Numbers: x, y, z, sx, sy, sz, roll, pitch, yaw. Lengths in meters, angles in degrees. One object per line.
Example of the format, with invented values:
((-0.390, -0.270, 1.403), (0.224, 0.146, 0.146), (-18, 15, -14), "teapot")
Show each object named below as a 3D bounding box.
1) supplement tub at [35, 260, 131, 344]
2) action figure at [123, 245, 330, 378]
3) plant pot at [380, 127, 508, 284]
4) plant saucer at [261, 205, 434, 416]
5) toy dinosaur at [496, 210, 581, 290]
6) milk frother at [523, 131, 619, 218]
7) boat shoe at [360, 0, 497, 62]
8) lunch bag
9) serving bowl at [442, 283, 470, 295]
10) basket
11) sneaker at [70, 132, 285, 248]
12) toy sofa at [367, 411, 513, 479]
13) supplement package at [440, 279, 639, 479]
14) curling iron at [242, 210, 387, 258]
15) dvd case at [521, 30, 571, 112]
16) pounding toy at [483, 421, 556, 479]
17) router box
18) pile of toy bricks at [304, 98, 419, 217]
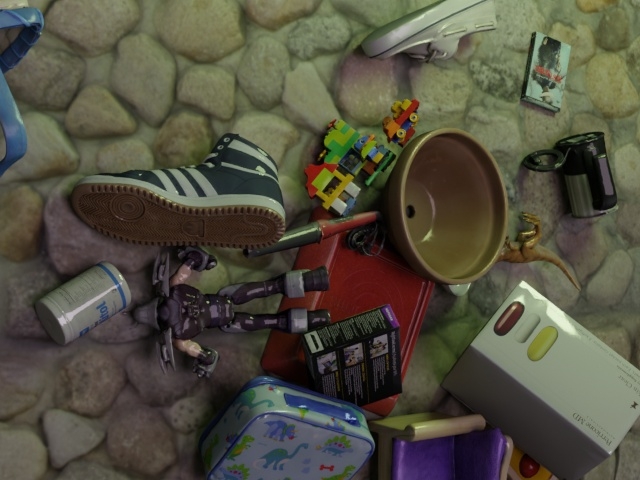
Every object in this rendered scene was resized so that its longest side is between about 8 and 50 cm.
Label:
((-0.306, 0.080, 1.623), (0.107, 0.071, 0.071), (-34, 110, -29), "supplement tub")
((-0.129, 0.096, 1.726), (0.285, 0.099, 0.185), (-3, 96, -17), "action figure")
((0.172, -0.049, 1.920), (0.237, 0.110, 0.237), (4, 84, -39), "plant pot")
((0.060, 0.113, 1.896), (0.258, 0.048, 0.259), (26, 78, -33), "plant saucer")
((0.350, 0.015, 2.096), (0.211, 0.064, 0.112), (5, 107, -26), "toy dinosaur")
((0.425, -0.101, 2.124), (0.143, 0.129, 0.134), (-12, 102, 10), "milk frother")
((0.176, -0.318, 1.936), (0.267, 0.096, 0.088), (-31, 104, -39), "boat shoe")
((-0.044, 0.285, 1.759), (0.219, 0.090, 0.176), (20, 121, -31), "lunch bag")
((0.211, 0.048, 2.003), (0.083, 0.027, 0.083), (6, 82, -52), "serving bowl")
((-0.424, -0.195, 1.429), (0.201, 0.255, 0.289), (-24, 86, -33), "basket")
((-0.187, -0.074, 1.688), (0.282, 0.099, 0.153), (7, 43, -7), "sneaker")
((0.178, 0.449, 1.912), (0.150, 0.177, 0.362), (-1, 93, -35), "toy sofa")
((0.348, 0.225, 1.937), (0.262, 0.204, 0.145), (38, 66, 9), "supplement package")
((0.000, 0.000, 1.771), (0.274, 0.035, 0.068), (-8, 101, -46), "curling iron")
((0.384, -0.285, 2.126), (0.087, 0.013, 0.119), (15, 84, -34), "dvd case")
((0.342, 0.394, 2.073), (0.181, 0.094, 0.206), (-51, 117, -23), "pounding toy")
((0.047, 0.177, 1.785), (0.133, 0.046, 0.179), (-17, 142, -9), "router box")
((0.049, -0.137, 1.860), (0.105, 0.118, 0.212), (39, 80, 6), "pile of toy bricks")
